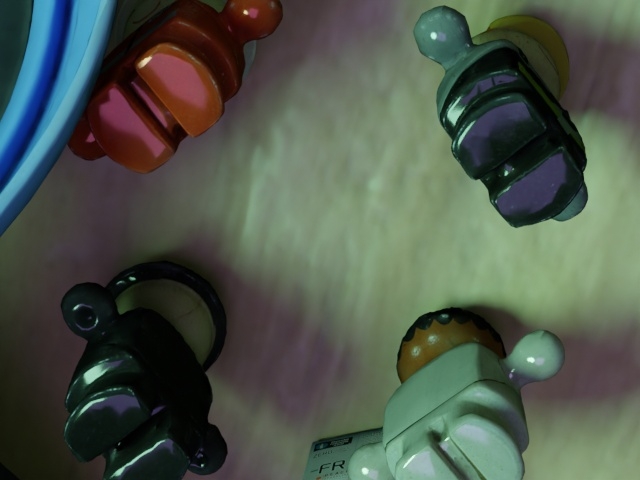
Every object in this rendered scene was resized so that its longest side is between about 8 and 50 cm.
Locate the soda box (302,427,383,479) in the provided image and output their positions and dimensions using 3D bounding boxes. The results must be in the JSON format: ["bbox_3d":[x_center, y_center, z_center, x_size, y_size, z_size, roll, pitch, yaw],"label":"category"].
[{"bbox_3d":[0.043,0.179,0.828,0.058,0.063,0.183,-12,109,12],"label":"soda box"}]

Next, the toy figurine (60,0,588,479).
[{"bbox_3d":[0.000,0.000,0.730,0.209,0.148,0.213,5,109,0],"label":"toy figurine"}]

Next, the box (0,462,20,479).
[{"bbox_3d":[-0.254,0.206,0.751,0.296,0.183,0.294,-14,144,12],"label":"box"}]

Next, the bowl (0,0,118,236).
[{"bbox_3d":[-0.266,-0.112,0.635,0.391,0.077,0.391,3,70,-9],"label":"bowl"}]
